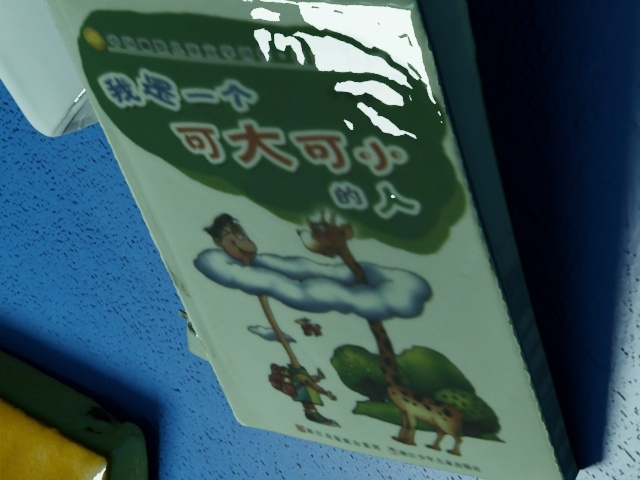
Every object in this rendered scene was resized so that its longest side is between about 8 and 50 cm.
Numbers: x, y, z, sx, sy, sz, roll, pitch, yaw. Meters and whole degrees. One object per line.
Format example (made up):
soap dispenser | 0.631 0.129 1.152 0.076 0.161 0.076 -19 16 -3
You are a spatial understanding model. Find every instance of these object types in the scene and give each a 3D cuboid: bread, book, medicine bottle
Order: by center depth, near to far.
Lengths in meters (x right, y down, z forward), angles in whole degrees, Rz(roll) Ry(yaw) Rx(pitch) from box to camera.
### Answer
book | 0.000 0.000 0.884 0.260 0.043 0.371 7 134 33
medicine bottle | -0.202 -0.172 1.059 0.183 0.069 0.119 54 136 6
bread | -0.288 0.163 1.286 0.361 0.077 0.138 21 121 33

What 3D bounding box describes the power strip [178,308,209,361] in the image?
power strip | -0.053 0.077 1.079 0.136 0.019 0.051 24 126 31
